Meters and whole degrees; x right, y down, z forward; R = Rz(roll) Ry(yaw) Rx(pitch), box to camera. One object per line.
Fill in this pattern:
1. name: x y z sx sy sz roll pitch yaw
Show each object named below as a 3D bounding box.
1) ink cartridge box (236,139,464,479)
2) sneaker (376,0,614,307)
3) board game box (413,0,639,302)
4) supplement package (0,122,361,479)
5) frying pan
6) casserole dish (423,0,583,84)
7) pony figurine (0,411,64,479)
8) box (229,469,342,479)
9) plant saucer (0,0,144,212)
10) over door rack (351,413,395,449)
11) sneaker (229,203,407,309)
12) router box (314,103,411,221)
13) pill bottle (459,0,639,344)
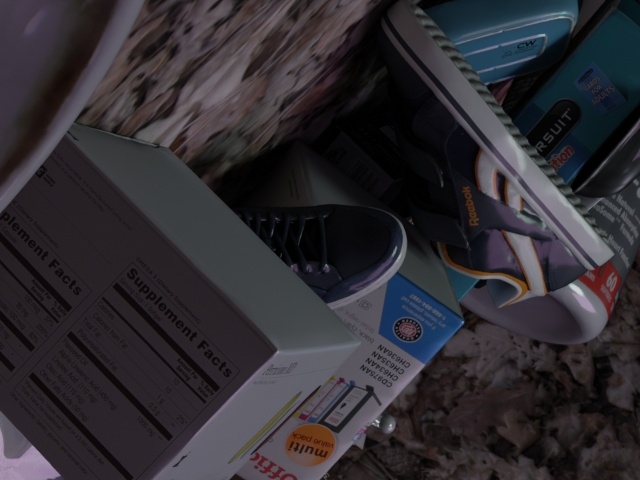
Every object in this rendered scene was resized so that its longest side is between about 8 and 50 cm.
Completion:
1. ink cartridge box: -0.024 0.073 1.612 0.232 0.171 0.168 -49 -159 16
2. sneaker: 0.121 -0.057 1.582 0.127 0.321 0.126 -35 -148 11
3. board game box: 0.215 -0.102 1.794 0.336 0.079 0.254 -49 180 23
4. supplement package: -0.113 0.047 1.184 0.145 0.204 0.262 -47 170 7
5. frying pan: 0.260 -0.062 1.730 0.326 0.053 0.197 -53 179 6
6. casserole dish: 0.149 -0.174 1.637 0.188 0.037 0.114 -16 155 -12
7. pony figurine: -0.175 0.240 1.465 0.351 0.302 0.363 -2 178 -31
8. box: -0.135 0.353 2.073 0.143 0.191 0.381 -28 -158 39
9. plant saucer: -0.225 -0.039 0.651 0.400 0.100 0.400 -43 170 -10
10. over door rack: 0.065 0.104 2.147 0.324 0.108 0.239 73 32 -74
11. sneaker: -0.048 0.003 1.398 0.226 0.086 0.163 -8 166 2
12. router box: 0.000 0.000 1.844 0.309 0.081 0.243 -50 170 25
13. pill bottle: 0.286 -0.083 2.109 0.210 0.210 0.363 106 9 -71
